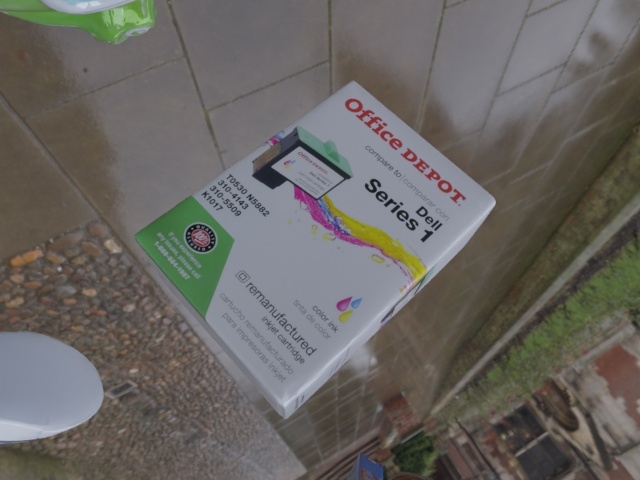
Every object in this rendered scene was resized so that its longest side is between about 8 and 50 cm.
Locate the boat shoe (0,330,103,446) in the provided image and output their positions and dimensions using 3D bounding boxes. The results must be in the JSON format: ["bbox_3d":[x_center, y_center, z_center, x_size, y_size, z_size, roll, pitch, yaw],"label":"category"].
[{"bbox_3d":[-0.340,0.153,0.456,0.102,0.108,0.301,-32,162,15],"label":"boat shoe"}]

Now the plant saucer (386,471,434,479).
[{"bbox_3d":[0.134,0.347,0.543,0.036,0.198,0.198,-5,144,-33],"label":"plant saucer"}]

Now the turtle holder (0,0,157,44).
[{"bbox_3d":[-0.167,-0.239,0.308,0.227,0.243,0.320,-11,138,-20],"label":"turtle holder"}]

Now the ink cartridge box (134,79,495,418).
[{"bbox_3d":[0.000,0.000,0.507,0.278,0.201,0.117,-40,164,-19],"label":"ink cartridge box"}]

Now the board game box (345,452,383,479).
[{"bbox_3d":[0.038,0.418,0.736,0.160,0.047,0.210,-62,172,-4],"label":"board game box"}]
